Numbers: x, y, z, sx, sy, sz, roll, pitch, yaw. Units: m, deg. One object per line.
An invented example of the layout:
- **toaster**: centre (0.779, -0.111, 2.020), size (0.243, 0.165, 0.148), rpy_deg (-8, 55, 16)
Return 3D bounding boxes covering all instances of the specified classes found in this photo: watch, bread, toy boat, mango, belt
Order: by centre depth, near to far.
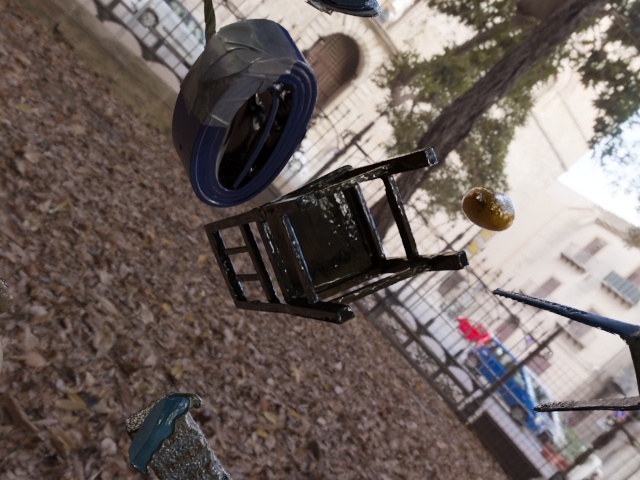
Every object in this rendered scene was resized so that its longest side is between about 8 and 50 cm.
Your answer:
- **belt**: centre (-0.142, -0.213, 1.055), size (0.212, 0.347, 0.117), rpy_deg (-5, 54, -35)
- **watch**: centre (0.492, 0.196, 1.131), size (0.068, 0.274, 0.276), rpy_deg (-22, 92, -40)
- **toy boat**: centre (-0.319, 0.390, 1.226), size (0.077, 0.185, 0.075), rpy_deg (32, -3, -26)
- **toy boat**: centre (0.015, -0.531, 1.293), size (0.220, 0.067, 0.291), rpy_deg (18, 14, -12)
- **mango**: centre (0.448, -0.087, 1.588), size (0.145, 0.112, 0.219), rpy_deg (33, 9, 21)
- **bread**: centre (-0.376, 0.611, 1.657), size (0.113, 0.165, 0.416), rpy_deg (29, -33, 53)

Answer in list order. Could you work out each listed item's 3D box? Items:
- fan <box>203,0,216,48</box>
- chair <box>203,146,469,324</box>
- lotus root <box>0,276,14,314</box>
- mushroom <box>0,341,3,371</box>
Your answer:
- **fan**: centre (-0.276, -0.516, 1.484), size (0.131, 0.009, 0.240), rpy_deg (-144, -129, -59)
- **chair**: centre (0.000, 0.000, 0.995), size (0.416, 0.240, 0.203), rpy_deg (-5, -72, 63)
- **lotus root**: centre (-0.881, 0.115, 1.474), size (0.329, 0.167, 0.078), rpy_deg (93, -3, -60)
- **mushroom**: centre (-0.662, 0.185, 0.964), size (0.254, 0.260, 0.234), rpy_deg (147, -77, -75)
